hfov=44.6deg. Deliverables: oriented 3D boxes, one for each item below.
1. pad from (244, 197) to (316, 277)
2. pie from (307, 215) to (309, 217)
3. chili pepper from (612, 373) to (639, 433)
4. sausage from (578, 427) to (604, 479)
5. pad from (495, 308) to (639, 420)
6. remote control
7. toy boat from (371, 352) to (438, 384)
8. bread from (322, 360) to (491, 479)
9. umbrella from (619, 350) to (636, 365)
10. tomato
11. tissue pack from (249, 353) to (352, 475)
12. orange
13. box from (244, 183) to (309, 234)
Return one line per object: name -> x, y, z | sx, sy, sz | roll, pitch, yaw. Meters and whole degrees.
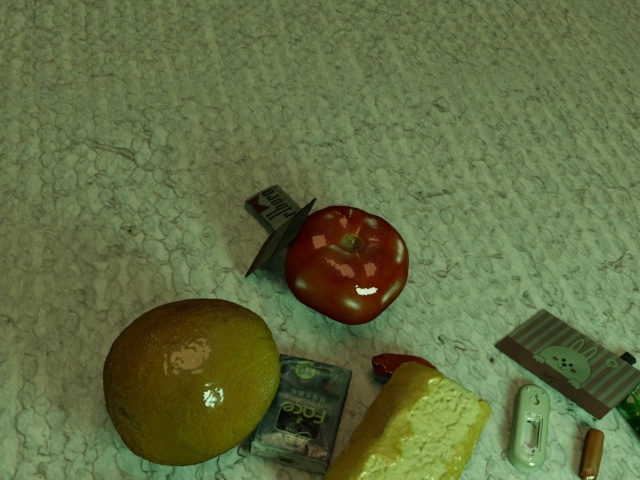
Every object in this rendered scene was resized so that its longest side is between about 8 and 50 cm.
pad -> -0.092, -0.074, 1.946 | 0.055, 0.250, 0.323 | 24, 53, -25
pie -> 0.000, 0.000, 2.015 | 0.154, 0.036, 0.154 | 8, 62, -15
chili pepper -> 0.739, 0.400, 1.792 | 0.098, 0.061, 0.224 | -9, 45, -18
sausage -> 0.595, 0.474, 1.712 | 0.039, 0.041, 0.131 | 26, 49, 6
pad -> 0.596, 0.287, 1.864 | 0.202, 0.005, 0.300 | -29, 47, -30
remote control -> 0.470, 0.414, 1.744 | 0.078, 0.042, 0.221 | 16, 48, 6
toy boat -> 0.194, 0.301, 1.789 | 0.173, 0.059, 0.069 | 7, 48, -12
bread -> 0.168, 0.441, 1.586 | 0.236, 0.165, 0.375 | 28, 51, 14
umbrella -> 0.712, 0.311, 1.886 | 0.133, 0.031, 0.036 | -27, 30, -29
tomato -> 0.061, 0.070, 1.859 | 0.299, 0.226, 0.298 | 8, 51, -10
tissue pack -> -0.040, 0.367, 1.678 | 0.173, 0.073, 0.235 | 15, 47, 5
orange -> -0.249, 0.276, 1.572 | 0.357, 0.322, 0.322 | -19, 54, -36
box -> -0.105, -0.068, 2.082 | 0.115, 0.036, 0.177 | -29, 59, -30
